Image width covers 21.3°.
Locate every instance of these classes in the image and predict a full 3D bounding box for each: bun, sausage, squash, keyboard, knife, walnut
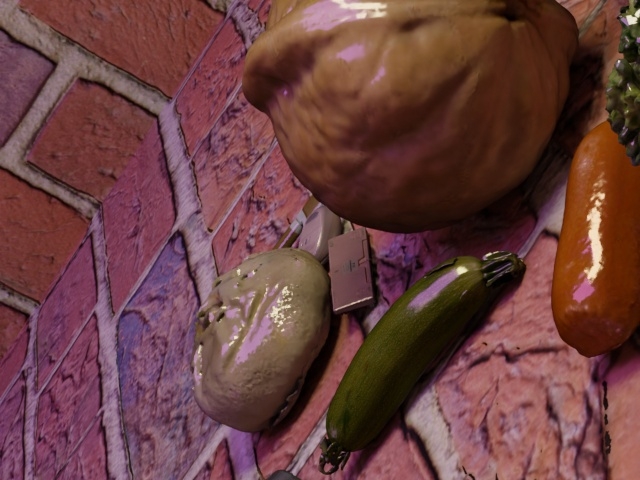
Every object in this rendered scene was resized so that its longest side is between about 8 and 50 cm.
[{"bbox_3d":[-0.081,0.110,2.082,0.239,0.141,0.239,-53,20,28],"label":"bun"},{"bbox_3d":[0.253,-0.012,1.480,0.098,0.098,0.238,-36,31,51],"label":"sausage"},{"bbox_3d":[0.088,0.113,1.757,0.318,0.080,0.071,-51,-18,22],"label":"squash"},{"bbox_3d":[0.039,0.037,2.047,0.055,0.017,0.166,-21,29,9],"label":"keyboard"},{"bbox_3d":[-0.012,-0.032,2.296,0.343,0.027,0.061,-54,17,9],"label":"knife"},{"bbox_3d":[0.096,-0.190,1.802,0.381,0.381,0.381,-50,21,27],"label":"walnut"}]

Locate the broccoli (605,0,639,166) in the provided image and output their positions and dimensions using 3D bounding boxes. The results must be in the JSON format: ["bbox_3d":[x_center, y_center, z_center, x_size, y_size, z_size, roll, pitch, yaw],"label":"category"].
[{"bbox_3d":[0.351,-0.176,1.281,0.260,0.235,0.288,97,-168,-72],"label":"broccoli"}]

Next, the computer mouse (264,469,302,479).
[{"bbox_3d":[-0.048,0.304,1.828,0.113,0.068,0.229,-43,3,-10],"label":"computer mouse"}]

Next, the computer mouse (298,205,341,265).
[{"bbox_3d":[0.002,0.000,2.196,0.066,0.039,0.096,-36,38,52],"label":"computer mouse"}]
